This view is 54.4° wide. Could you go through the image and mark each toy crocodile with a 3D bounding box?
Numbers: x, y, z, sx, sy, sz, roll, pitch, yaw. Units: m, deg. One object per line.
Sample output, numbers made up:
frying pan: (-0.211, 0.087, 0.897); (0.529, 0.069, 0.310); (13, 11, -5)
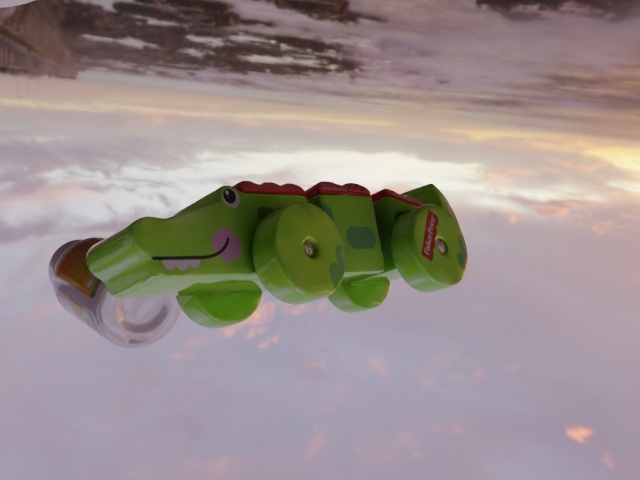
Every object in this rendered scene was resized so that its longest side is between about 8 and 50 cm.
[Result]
toy crocodile: (0.000, 0.000, 0.469); (0.340, 0.105, 0.115); (-1, 165, -41)

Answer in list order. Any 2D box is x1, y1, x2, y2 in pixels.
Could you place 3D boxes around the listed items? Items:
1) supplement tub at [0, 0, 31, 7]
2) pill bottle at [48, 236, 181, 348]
supplement tub: (-0.303, -0.332, 0.462); (0.272, 0.191, 0.191); (46, -161, 5)
pill bottle: (-0.334, 0.070, 0.980); (0.136, 0.136, 0.245); (-4, -166, -42)
